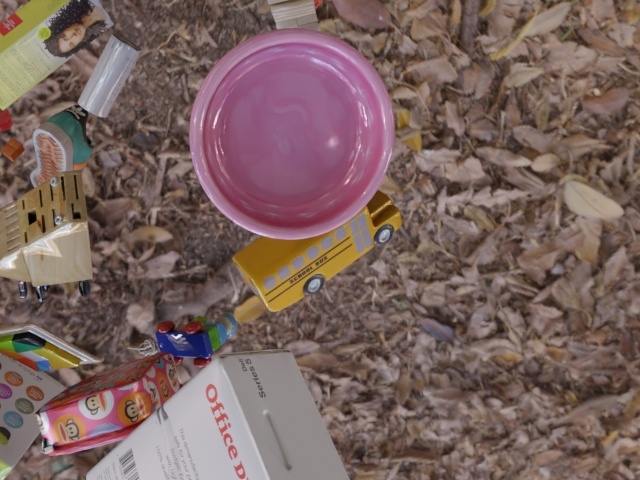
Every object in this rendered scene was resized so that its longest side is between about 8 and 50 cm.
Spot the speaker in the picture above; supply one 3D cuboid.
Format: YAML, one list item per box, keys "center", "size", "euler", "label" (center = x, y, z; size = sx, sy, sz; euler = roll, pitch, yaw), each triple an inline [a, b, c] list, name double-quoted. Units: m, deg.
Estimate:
- center: [-0.362, -0.281, 1.095]
  size: [0.055, 0.055, 0.136]
  euler: [27, 105, -21]
  label: "speaker"

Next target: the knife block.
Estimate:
- center: [-0.408, 0.012, 1.040]
  size: [0.275, 0.088, 0.242]
  euler: [-25, 157, 21]
  label: "knife block"

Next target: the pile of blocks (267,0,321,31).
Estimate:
- center: [-0.050, -0.493, 1.172]
  size: [0.112, 0.362, 0.149]
  euler: [-12, 84, 2]
  label: "pile of blocks"

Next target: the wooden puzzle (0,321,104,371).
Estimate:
- center: [-0.676, 0.263, 1.521]
  size: [0.220, 0.044, 0.238]
  euler: [-13, 145, 31]
  label: "wooden puzzle"

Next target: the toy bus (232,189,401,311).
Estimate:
- center: [0.000, 0.000, 1.269]
  size: [0.332, 0.108, 0.130]
  euler: [-35, 135, -13]
  label: "toy bus"

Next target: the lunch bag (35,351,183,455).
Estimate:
- center: [-0.432, 0.324, 1.284]
  size: [0.258, 0.293, 0.120]
  euler: [-16, 91, 3]
  label: "lunch bag"

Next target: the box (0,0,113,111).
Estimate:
- center: [-0.432, -0.297, 0.961]
  size: [0.232, 0.058, 0.087]
  euler: [-43, 156, -8]
  label: "box"

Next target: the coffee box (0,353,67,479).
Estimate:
- center: [-0.922, 0.484, 1.617]
  size: [0.337, 0.334, 0.338]
  euler: [38, 107, -10]
  label: "coffee box"

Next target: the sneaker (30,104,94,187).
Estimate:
- center: [-0.557, -0.179, 1.407]
  size: [0.108, 0.121, 0.302]
  euler: [36, 145, -4]
  label: "sneaker"

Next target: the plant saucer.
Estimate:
- center: [-0.046, -0.170, 1.037]
  size: [0.331, 0.084, 0.333]
  euler: [-4, 108, -14]
  label: "plant saucer"

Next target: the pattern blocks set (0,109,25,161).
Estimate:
- center: [-0.791, -0.177, 1.376]
  size: [0.285, 0.325, 0.026]
  euler: [-20, 135, -15]
  label: "pattern blocks set"

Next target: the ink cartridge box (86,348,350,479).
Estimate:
- center: [-0.111, 0.269, 0.677]
  size: [0.273, 0.198, 0.114]
  euler: [-42, 152, 28]
  label: "ink cartridge box"

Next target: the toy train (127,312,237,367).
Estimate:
- center: [-0.331, 0.226, 1.542]
  size: [0.247, 0.143, 0.105]
  euler: [-4, 105, 32]
  label: "toy train"
